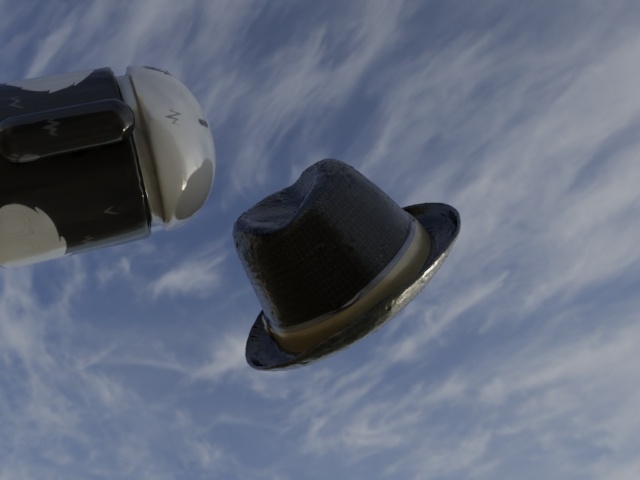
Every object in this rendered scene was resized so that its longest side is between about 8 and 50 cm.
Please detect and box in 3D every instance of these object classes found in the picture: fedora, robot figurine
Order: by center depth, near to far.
[{"bbox_3d":[-0.241,-0.075,0.648,0.278,0.209,0.174,-14,-54,-16],"label":"robot figurine"},{"bbox_3d":[0.000,0.000,0.788,0.334,0.334,0.152,-27,-75,33],"label":"fedora"}]
